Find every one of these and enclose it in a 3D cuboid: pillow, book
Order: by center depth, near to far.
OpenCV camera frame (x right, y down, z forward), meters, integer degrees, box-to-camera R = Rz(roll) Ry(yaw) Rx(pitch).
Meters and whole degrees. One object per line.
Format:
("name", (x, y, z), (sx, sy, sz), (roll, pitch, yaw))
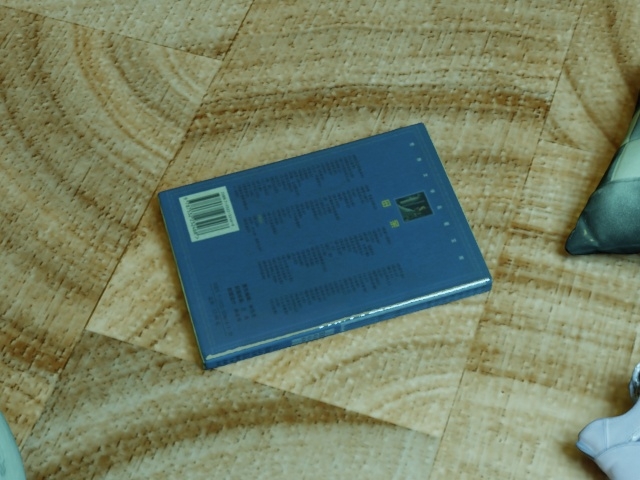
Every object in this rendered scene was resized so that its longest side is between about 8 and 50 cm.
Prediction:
("pillow", (0.342, -0.079, 1.117), (0.186, 0.106, 0.250), (3, 52, 42))
("book", (0.000, 0.000, 1.143), (0.269, 0.025, 0.191), (-15, 59, -7))

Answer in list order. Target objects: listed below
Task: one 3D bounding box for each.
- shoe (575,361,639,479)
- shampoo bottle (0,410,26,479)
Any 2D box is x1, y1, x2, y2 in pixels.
("shoe", (0.321, 0.128, 1.002), (0.137, 0.095, 0.245), (37, 72, 20))
("shampoo bottle", (-0.372, 0.192, 0.861), (0.322, 0.317, 0.322), (0, 58, 0))
